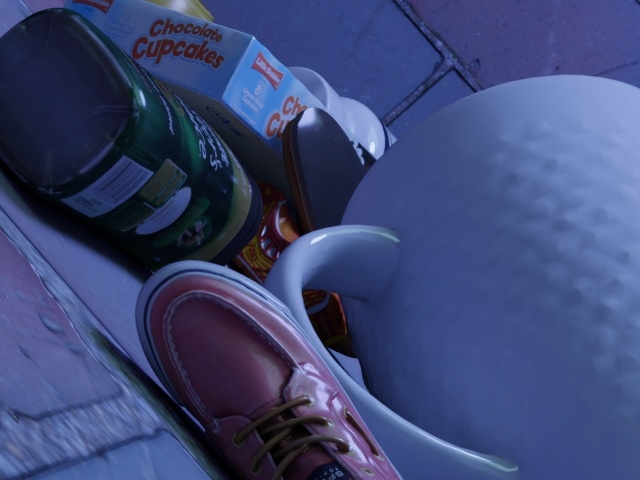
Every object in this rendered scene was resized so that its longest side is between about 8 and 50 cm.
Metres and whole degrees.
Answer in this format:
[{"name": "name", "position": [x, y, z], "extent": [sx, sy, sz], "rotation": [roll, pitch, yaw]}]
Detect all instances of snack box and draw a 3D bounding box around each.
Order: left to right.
[{"name": "snack box", "position": [-0.058, -0.090, 1.487], "extent": [0.187, 0.060, 0.322], "rotation": [21, -11, 34]}]

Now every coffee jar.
[{"name": "coffee jar", "position": [-0.098, -0.043, 0.943], "extent": [0.096, 0.079, 0.184], "rotation": [50, 4, 24]}]

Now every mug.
[{"name": "mug", "position": [0.134, 0.089, 1.134], "extent": [0.374, 0.276, 0.328], "rotation": [13, 35, -26]}]

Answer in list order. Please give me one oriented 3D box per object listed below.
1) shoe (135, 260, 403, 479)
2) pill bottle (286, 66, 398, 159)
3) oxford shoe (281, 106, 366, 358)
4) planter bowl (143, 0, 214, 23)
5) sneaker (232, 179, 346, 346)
[{"name": "shoe", "position": [-0.009, 0.085, 0.776], "extent": [0.178, 0.063, 0.081], "rotation": [52, -2, -16]}, {"name": "pill bottle", "position": [0.021, -0.048, 1.827], "extent": [0.265, 0.153, 0.153], "rotation": [44, 6, -43]}, {"name": "oxford shoe", "position": [0.000, 0.000, 1.395], "extent": [0.076, 0.076, 0.212], "rotation": [3, -62, 37]}, {"name": "planter bowl", "position": [-0.187, -0.263, 2.115], "extent": [0.217, 0.090, 0.217], "rotation": [48, 4, -5]}, {"name": "sneaker", "position": [-0.035, 0.018, 1.337], "extent": [0.175, 0.064, 0.067], "rotation": [-120, -171, -47]}]
